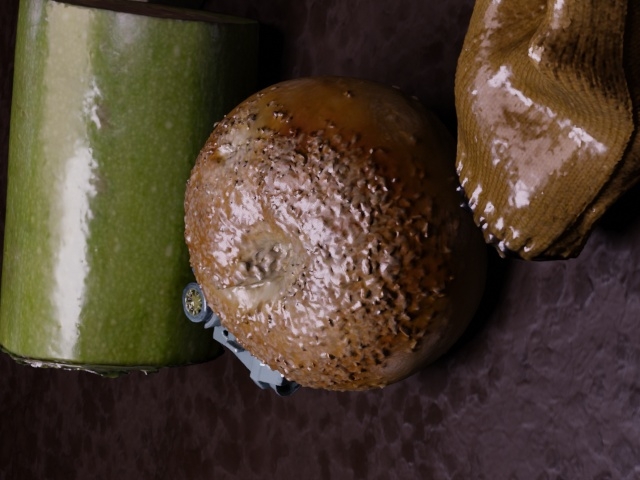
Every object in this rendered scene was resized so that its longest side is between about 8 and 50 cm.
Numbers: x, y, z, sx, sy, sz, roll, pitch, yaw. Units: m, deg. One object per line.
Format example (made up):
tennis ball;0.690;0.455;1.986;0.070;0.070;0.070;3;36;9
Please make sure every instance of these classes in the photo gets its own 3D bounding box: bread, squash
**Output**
bread;0.000;0.000;1.562;0.305;0.159;0.305;15;114;36
squash;-0.204;-0.060;1.884;0.263;0.263;0.384;22;108;58

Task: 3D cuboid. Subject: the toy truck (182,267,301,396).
toy truck;-0.043;0.016;1.760;0.140;0.108;0.256;33;120;41

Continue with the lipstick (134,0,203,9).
lipstick;-0.119;-0.390;1.930;0.371;0.076;0.080;-57;44;41

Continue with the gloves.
gloves;0.195;-0.146;1.305;0.203;0.155;0.356;-110;20;-44
